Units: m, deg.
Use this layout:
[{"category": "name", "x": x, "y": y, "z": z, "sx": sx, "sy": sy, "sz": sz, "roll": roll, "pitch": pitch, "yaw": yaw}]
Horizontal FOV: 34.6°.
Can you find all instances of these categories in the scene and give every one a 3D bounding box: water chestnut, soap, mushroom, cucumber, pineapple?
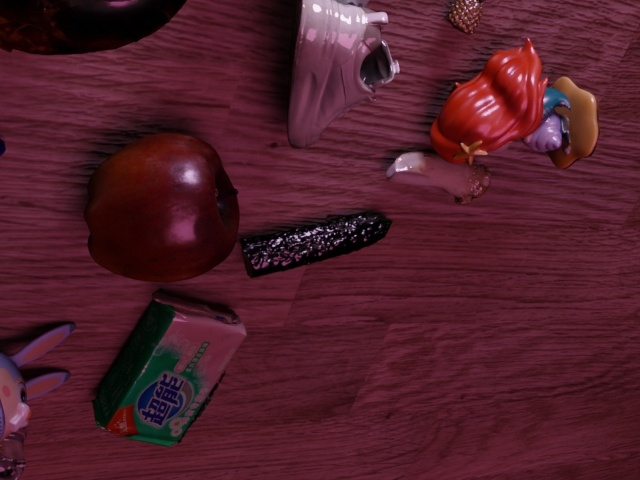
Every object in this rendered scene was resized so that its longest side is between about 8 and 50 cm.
[{"category": "water chestnut", "x": -0.275, "y": -0.349, "z": 1.136, "sx": 0.350, "sy": 0.302, "sz": 0.351, "roll": -16, "pitch": 128, "yaw": -22}, {"category": "soap", "x": -0.263, "y": 0.216, "z": 1.764, "sx": 0.217, "sy": 0.098, "sz": 0.273, "roll": 22, "pitch": 110, "yaw": -35}, {"category": "mushroom", "x": 0.203, "y": -0.115, "z": 1.801, "sx": 0.209, "sy": 0.071, "sz": 0.084, "roll": 10, "pitch": 152, "yaw": -34}, {"category": "cucumber", "x": 0.001, "y": 0.000, "z": 1.767, "sx": 0.300, "sy": 0.072, "sz": 0.072, "roll": -14, "pitch": 132, "yaw": -22}, {"category": "pineapple", "x": 0.249, "y": -0.386, "z": 1.615, "sx": 0.058, "sy": 0.058, "sz": 0.124, "roll": 24, "pitch": 104, "yaw": -42}]

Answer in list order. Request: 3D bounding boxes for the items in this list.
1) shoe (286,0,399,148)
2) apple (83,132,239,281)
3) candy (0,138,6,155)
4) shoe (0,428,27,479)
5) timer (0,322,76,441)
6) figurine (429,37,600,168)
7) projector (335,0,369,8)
[{"category": "shoe", "x": 0.031, "y": -0.237, "z": 1.471, "sx": 0.159, "sy": 0.124, "sz": 0.316, "roll": 0, "pitch": 156, "yaw": -2}, {"category": "apple", "x": -0.227, "y": -0.045, "z": 1.492, "sx": 0.234, "sy": 0.234, "sz": 0.234, "roll": -17, "pitch": 133, "yaw": -19}, {"category": "candy", "x": -0.556, "y": -0.089, "z": 1.343, "sx": 0.275, "sy": 0.070, "sz": 0.145, "roll": -38, "pitch": 133, "yaw": -10}, {"category": "shoe", "x": -0.555, "y": 0.399, "z": 1.736, "sx": 0.180, "sy": 0.092, "sz": 0.089, "roll": -47, "pitch": 136, "yaw": 11}, {"category": "timer", "x": -0.488, "y": 0.237, "z": 1.597, "sx": 0.255, "sy": 0.175, "sz": 0.175, "roll": -5, "pitch": 128, "yaw": -30}, {"category": "figurine", "x": 0.324, "y": -0.219, "z": 1.725, "sx": 0.257, "sy": 0.181, "sz": 0.208, "roll": 0, "pitch": 165, "yaw": -29}, {"category": "projector", "x": 0.025, "y": -0.441, "z": 1.385, "sx": 0.198, "sy": 0.108, "sz": 0.250, "roll": 20, "pitch": 113, "yaw": -42}]
